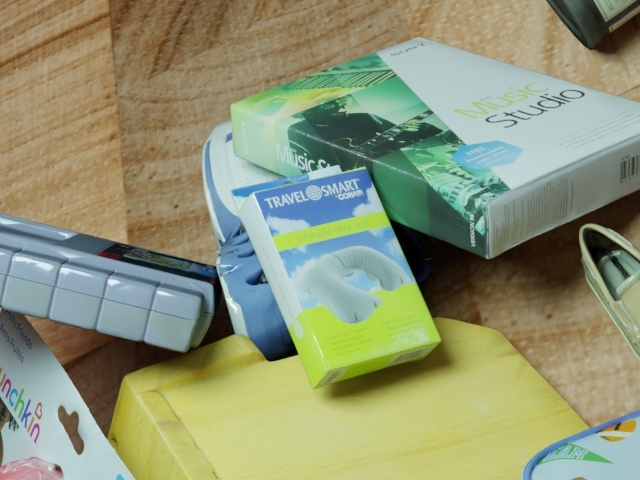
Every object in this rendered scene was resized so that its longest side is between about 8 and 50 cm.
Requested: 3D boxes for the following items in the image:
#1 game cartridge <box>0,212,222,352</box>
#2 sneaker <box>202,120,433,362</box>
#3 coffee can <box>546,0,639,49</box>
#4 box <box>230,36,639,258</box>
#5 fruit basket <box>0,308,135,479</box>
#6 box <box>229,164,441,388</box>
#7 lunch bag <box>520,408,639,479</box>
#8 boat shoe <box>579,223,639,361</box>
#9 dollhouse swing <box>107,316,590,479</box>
[{"bbox_3d":[-0.198,0.028,1.663,0.230,0.355,0.068,10,92,-2],"label":"game cartridge"},{"bbox_3d":[0.000,0.001,1.742,0.182,0.127,0.315,-12,31,-2],"label":"sneaker"},{"bbox_3d":[0.291,-0.327,1.738,0.275,0.201,0.201,-35,42,5],"label":"coffee can"},{"bbox_3d":[0.110,-0.088,1.687,0.232,0.058,0.322,-23,30,-35],"label":"box"},{"bbox_3d":[-0.263,0.269,1.572,0.327,0.165,0.353,48,124,48],"label":"fruit basket"},{"bbox_3d":[0.011,0.019,1.557,0.109,0.042,0.178,-13,69,-28],"label":"box"},{"bbox_3d":[0.287,0.223,1.288,0.243,0.115,0.303,-15,36,-26],"label":"lunch bag"},{"bbox_3d":[0.254,0.051,1.537,0.068,0.072,0.190,-42,42,-2],"label":"boat shoe"},{"bbox_3d":[0.027,0.262,1.532,0.347,0.305,0.315,48,130,48],"label":"dollhouse swing"}]
